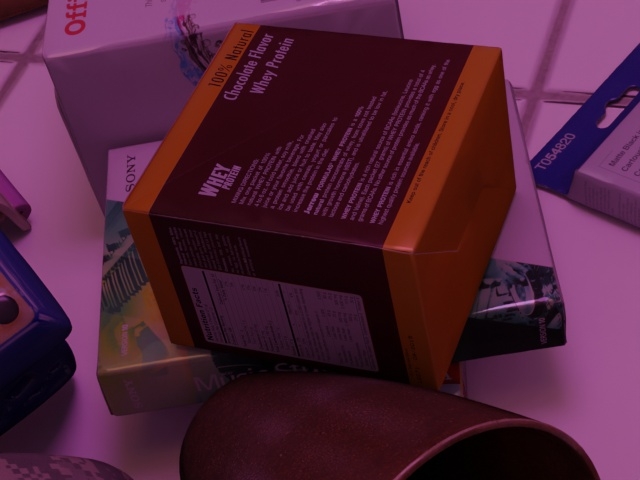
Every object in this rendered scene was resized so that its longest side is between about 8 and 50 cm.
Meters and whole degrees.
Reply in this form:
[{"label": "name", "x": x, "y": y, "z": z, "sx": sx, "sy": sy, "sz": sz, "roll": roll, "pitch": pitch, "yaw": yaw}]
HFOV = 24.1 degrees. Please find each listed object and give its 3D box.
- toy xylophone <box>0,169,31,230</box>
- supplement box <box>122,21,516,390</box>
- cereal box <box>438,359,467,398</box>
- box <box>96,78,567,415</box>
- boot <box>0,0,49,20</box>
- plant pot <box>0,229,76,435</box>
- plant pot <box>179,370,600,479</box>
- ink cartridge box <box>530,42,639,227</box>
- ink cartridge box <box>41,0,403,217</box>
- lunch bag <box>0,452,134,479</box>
[{"label": "toy xylophone", "x": -0.383, "y": 0.033, "z": 1.206, "sx": 0.322, "sy": 0.081, "sz": 0.236, "roll": -26, "pitch": 59, "yaw": -13}, {"label": "supplement box", "x": 0.007, "y": -0.029, "z": 0.985, "sx": 0.194, "sy": 0.129, "sz": 0.191, "roll": 8, "pitch": 48, "yaw": 21}, {"label": "cereal box", "x": 0.020, "y": 0.044, "z": 1.118, "sx": 0.173, "sy": 0.047, "sz": 0.240, "roll": -6, "pitch": 46, "yaw": 9}, {"label": "box", "x": 0.000, "y": 0.000, "z": 1.090, "sx": 0.322, "sy": 0.058, "sz": 0.232, "roll": -11, "pitch": 45, "yaw": 5}, {"label": "boot", "x": -0.275, "y": -0.343, "z": 1.498, "sx": 0.269, "sy": 0.089, "sz": 0.236, "roll": -13, "pitch": 69, "yaw": 2}, {"label": "plant pot", "x": -0.316, "y": 0.055, "z": 1.015, "sx": 0.236, "sy": 0.212, "sz": 0.236, "roll": -38, "pitch": 89, "yaw": -20}, {"label": "plant pot", "x": 0.016, "y": 0.167, "z": 0.911, "sx": 0.215, "sy": 0.215, "sz": 0.230, "roll": -37, "pitch": 35, "yaw": -21}, {"label": "ink cartridge box", "x": 0.304, "y": -0.092, "z": 1.177, "sx": 0.224, "sy": 0.045, "sz": 0.223, "roll": 25, "pitch": 58, "yaw": 33}, {"label": "ink cartridge box", "x": -0.067, "y": -0.159, "z": 1.230, "sx": 0.270, "sy": 0.197, "sz": 0.198, "roll": -9, "pitch": 45, "yaw": 5}, {"label": "lunch bag", "x": -0.158, "y": 0.267, "z": 0.837, "sx": 0.256, "sy": 0.213, "sz": 0.305, "roll": -9, "pitch": 38, "yaw": -31}]
